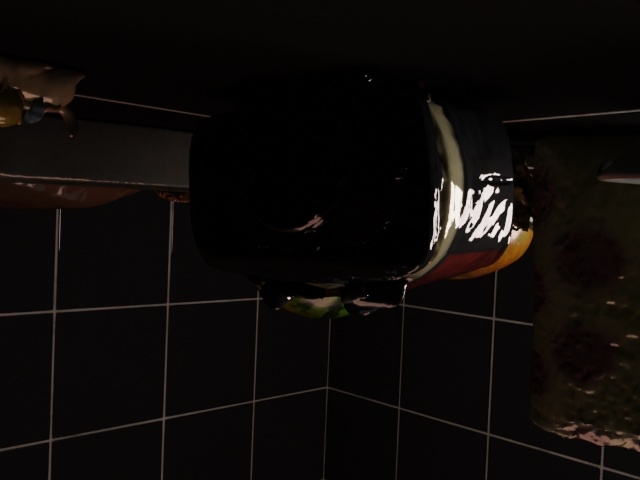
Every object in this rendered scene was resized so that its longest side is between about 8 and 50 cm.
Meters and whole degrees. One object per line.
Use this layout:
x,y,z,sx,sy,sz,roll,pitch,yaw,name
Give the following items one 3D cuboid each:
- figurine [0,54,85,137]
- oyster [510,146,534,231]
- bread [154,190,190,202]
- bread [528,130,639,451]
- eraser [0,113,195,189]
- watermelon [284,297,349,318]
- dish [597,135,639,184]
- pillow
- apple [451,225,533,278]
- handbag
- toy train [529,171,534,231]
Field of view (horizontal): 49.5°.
-0.213,-0.104,0.504,0.047,0.051,0.083,-3,178,43,figurine
0.215,-0.081,0.814,0.209,0.133,0.072,11,138,-43,oyster
-0.320,-0.127,1.550,0.104,0.076,0.233,14,-174,-14,bread
0.330,0.051,0.768,0.187,0.339,0.155,4,-171,29,bread
-0.271,-0.103,0.863,0.352,0.078,0.111,2,-177,-32,eraser
0.000,0.000,1.236,0.284,0.286,0.285,2,-178,0,watermelon
0.331,-0.075,0.543,0.153,0.064,0.234,2,-179,-23,dish
-0.485,-0.106,1.098,0.307,0.109,0.305,1,176,33,pillow
0.252,-0.046,1.226,0.236,0.208,0.237,-11,-165,3,apple
0.019,-0.034,0.581,0.254,0.182,0.181,0,-178,38,handbag
0.365,-0.056,0.929,0.080,0.125,0.194,-3,-175,-32,toy train
